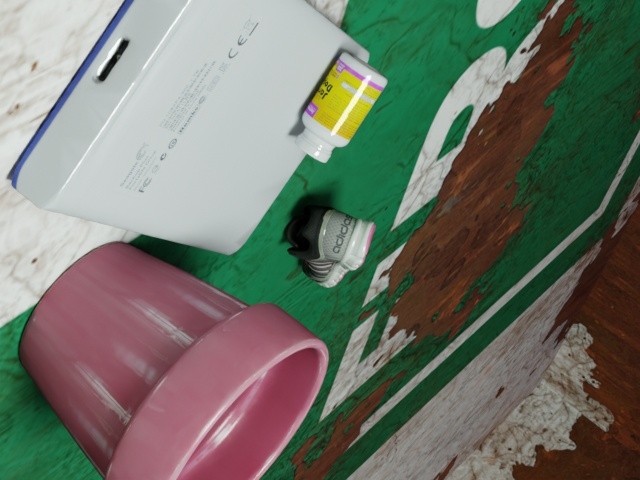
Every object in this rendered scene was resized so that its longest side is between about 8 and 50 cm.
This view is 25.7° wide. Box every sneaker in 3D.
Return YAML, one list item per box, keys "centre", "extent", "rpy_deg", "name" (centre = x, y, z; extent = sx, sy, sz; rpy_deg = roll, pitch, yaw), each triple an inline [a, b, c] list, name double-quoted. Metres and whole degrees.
- centre: [0.000, 0.000, 1.391]
  extent: [0.063, 0.075, 0.170]
  rpy_deg: [-67, -173, -13]
  name: "sneaker"

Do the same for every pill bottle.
- centre: [0.014, -0.104, 1.114]
  extent: [0.083, 0.043, 0.043]
  rpy_deg: [-57, 161, 11]
  name: "pill bottle"

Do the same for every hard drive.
- centre: [-0.080, -0.097, 1.041]
  extent: [0.210, 0.040, 0.319]
  rpy_deg: [-55, 161, 6]
  name: "hard drive"

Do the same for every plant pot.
- centre: [-0.124, 0.104, 1.081]
  extent: [0.201, 0.180, 0.201]
  rpy_deg: [-46, 161, -20]
  name: "plant pot"
